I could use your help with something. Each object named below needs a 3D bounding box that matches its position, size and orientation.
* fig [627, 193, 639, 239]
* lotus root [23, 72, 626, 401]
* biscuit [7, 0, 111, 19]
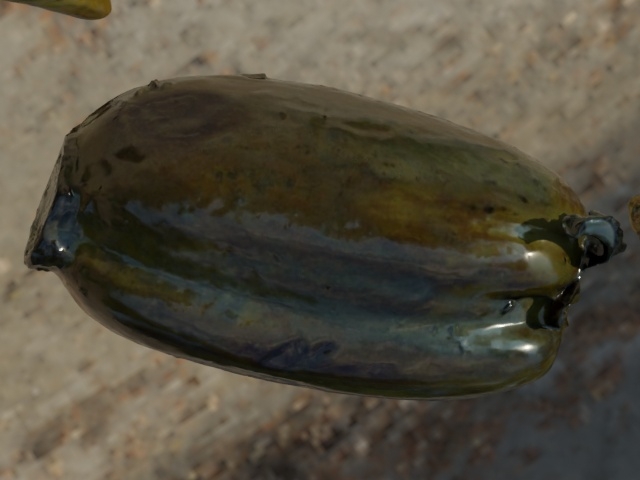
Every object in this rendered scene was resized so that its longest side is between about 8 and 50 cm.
[{"bbox_3d":[0.310,0.033,1.118,0.259,0.151,0.151,2,154,-1],"label":"fig"},{"bbox_3d":[0.000,0.000,0.783,0.123,0.241,0.124,-92,-165,-74],"label":"lotus root"},{"bbox_3d":[-0.228,-0.235,1.250,0.039,0.183,0.174,-32,166,28],"label":"biscuit"}]
